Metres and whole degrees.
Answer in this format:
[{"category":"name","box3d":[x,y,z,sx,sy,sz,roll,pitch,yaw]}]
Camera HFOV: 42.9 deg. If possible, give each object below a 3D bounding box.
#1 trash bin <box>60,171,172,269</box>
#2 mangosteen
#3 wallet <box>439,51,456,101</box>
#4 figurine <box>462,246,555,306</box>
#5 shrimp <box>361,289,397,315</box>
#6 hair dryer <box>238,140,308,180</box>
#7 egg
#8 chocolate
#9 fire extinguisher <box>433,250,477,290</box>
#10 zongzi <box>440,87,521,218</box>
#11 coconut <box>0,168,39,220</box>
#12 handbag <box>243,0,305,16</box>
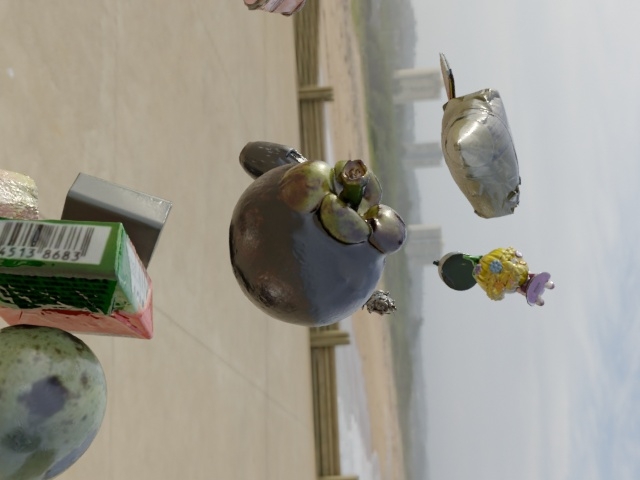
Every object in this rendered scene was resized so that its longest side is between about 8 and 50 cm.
[{"category":"trash bin","box3d":[-0.511,-0.052,2.024,0.122,0.240,0.164,-81,-164,-52]},{"category":"mangosteen","box3d":[0.001,0.003,1.419,0.297,0.313,0.297,-10,90,-72]},{"category":"wallet","box3d":[0.288,-0.356,1.829,0.196,0.020,0.103,-81,161,-67]},{"category":"figurine","box3d":[0.304,0.050,1.384,0.115,0.095,0.156,41,-6,-40]},{"category":"shrimp","box3d":[0.132,0.140,1.838,0.165,0.065,0.057,-175,-88,-70]},{"category":"hair dryer","box3d":[-0.075,-0.056,1.973,0.120,0.303,0.360,-48,160,-50]},{"category":"egg","box3d":[-0.670,0.376,1.763,0.345,0.428,0.345,44,-20,20]},{"category":"chocolate","box3d":[-0.577,0.090,1.852,0.341,0.360,0.162,85,9,-61]},{"category":"fire extinguisher","box3d":[0.347,0.074,2.108,0.311,0.114,0.095,2,100,-82]},{"category":"zongzi","box3d":[0.317,-0.130,1.619,0.300,0.145,0.274,-64,137,-58]},{"category":"coconut","box3d":[-0.825,-0.075,1.984,0.233,0.245,0.233,-12,-105,55]},{"category":"handbag","box3d":[-0.095,-0.595,1.803,0.205,0.116,0.179,-37,-122,50]}]
